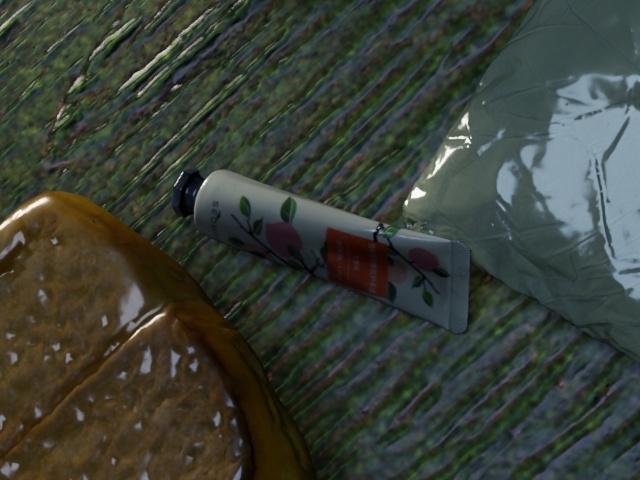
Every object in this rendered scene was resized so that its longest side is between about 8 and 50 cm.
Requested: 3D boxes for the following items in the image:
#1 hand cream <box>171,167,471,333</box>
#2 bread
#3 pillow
[{"bbox_3d":[0.000,0.000,1.231,0.234,0.080,0.050,19,43,24],"label":"hand cream"},{"bbox_3d":[-0.185,0.160,1.214,0.337,0.148,0.328,-43,64,7],"label":"bread"},{"bbox_3d":[0.229,-0.068,1.156,0.274,0.076,0.281,31,90,22],"label":"pillow"}]
